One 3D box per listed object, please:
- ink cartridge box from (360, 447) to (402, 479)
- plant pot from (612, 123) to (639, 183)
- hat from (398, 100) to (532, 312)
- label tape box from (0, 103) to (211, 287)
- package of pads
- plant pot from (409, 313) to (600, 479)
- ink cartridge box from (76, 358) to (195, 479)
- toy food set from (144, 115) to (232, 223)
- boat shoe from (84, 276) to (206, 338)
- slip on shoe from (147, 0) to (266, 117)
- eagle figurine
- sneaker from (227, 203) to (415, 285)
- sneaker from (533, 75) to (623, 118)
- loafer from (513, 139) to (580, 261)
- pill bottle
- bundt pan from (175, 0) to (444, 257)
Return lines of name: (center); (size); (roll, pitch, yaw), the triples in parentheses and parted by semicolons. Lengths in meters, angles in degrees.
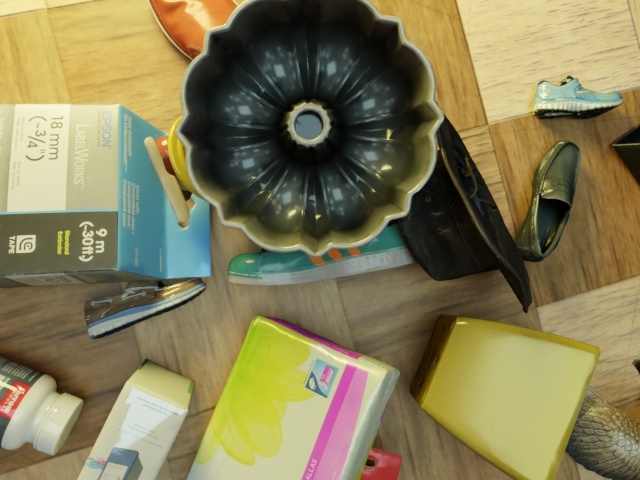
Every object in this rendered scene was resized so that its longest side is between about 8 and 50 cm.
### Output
ink cartridge box: (0.031, 0.423, 0.792); (0.134, 0.078, 0.231); (17, 86, -8)
plant pot: (0.666, -0.142, 0.864); (0.187, 0.188, 0.167); (-34, 105, -9)
hat: (0.193, -0.031, 0.762); (0.133, 0.331, 0.332); (-26, 93, 21)
label tape box: (-0.329, -0.064, 0.715); (0.333, 0.106, 0.241); (-3, 77, -9)
package of pads: (-0.048, 0.279, 0.728); (0.229, 0.101, 0.297); (19, 84, 25)
plant pot: (0.256, 0.216, 0.780); (0.187, 0.212, 0.212); (24, 85, 5)
ink cartridge box: (-0.267, 0.294, 0.711); (0.093, 0.154, 0.213); (28, 83, -9)
toy food set: (-0.182, -0.115, 0.734); (0.071, 0.218, 0.128); (-14, 110, 33)
boat shoe: (-0.266, 0.084, 0.763); (0.183, 0.066, 0.066); (-21, 83, -13)
slip on shoe: (-0.147, -0.301, 0.775); (0.123, 0.101, 0.331); (-38, 93, -7)
eagle figurine: (0.573, 0.321, 0.833); (0.298, 0.225, 0.227); (17, 96, -19)
sneaker: (0.000, 0.000, 0.791); (0.301, 0.108, 0.121); (-9, 89, -17)
sneaker: (0.453, -0.256, 0.887); (0.161, 0.063, 0.073); (-1, 85, -9)
loafer: (0.398, -0.068, 0.864); (0.076, 0.078, 0.224); (22, 85, -8)
pill bottle: (-0.438, 0.228, 0.711); (0.180, 0.108, 0.108); (25, 85, -8)
bundt pan: (-0.013, -0.150, 0.678); (0.330, 0.124, 0.331); (0, 98, 1)
